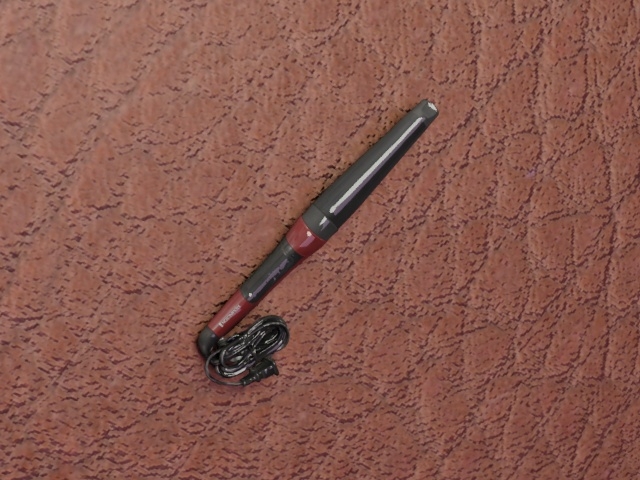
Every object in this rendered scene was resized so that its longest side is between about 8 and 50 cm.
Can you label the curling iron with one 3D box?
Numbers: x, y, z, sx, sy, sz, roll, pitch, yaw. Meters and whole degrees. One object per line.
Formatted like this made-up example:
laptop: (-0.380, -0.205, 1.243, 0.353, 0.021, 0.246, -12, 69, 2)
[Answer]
curling iron: (0.000, 0.000, 1.254, 0.068, 0.035, 0.274, 37, 88, -35)
